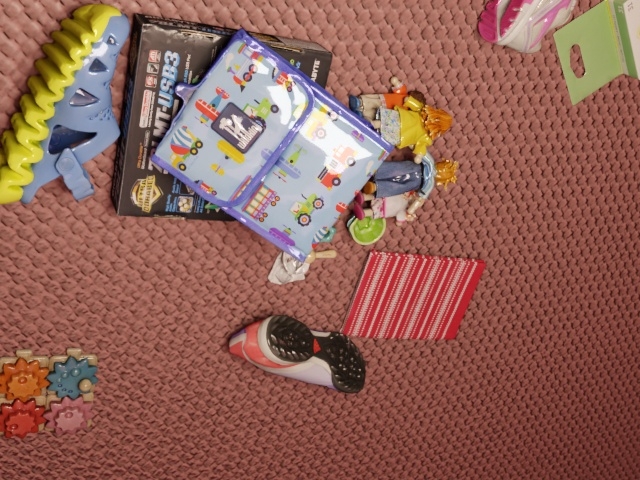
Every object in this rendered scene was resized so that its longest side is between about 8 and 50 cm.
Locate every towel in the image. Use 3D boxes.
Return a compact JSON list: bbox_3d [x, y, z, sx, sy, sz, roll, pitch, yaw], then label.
[{"bbox_3d":[0.187,0.112,1.469,0.275,0.031,0.199,6,117,-25],"label":"towel"}]

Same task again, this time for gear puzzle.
[{"bbox_3d":[-0.540,0.264,1.207,0.339,0.044,0.175,1,117,-25],"label":"gear puzzle"}]

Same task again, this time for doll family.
[{"bbox_3d":[0.149,-0.138,1.233,0.163,0.118,0.263,-10,109,-21],"label":"doll family"}]

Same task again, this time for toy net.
[{"bbox_3d":[0.000,0.000,1.309,0.232,0.045,0.122,-37,126,-2],"label":"toy net"}]

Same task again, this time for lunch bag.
[{"bbox_3d":[-0.083,-0.146,1.072,0.293,0.138,0.221,33,103,-23],"label":"lunch bag"}]

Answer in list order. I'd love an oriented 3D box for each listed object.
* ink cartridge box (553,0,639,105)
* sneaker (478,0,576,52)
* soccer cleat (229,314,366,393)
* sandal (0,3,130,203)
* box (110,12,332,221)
[{"bbox_3d":[0.555,-0.369,1.355,0.235,0.056,0.171,-36,127,-5],"label":"ink cartridge box"},{"bbox_3d":[0.375,-0.421,1.221,0.111,0.103,0.252,22,113,-37],"label":"sneaker"},{"bbox_3d":[-0.032,0.221,1.398,0.116,0.108,0.318,-16,150,35],"label":"soccer cleat"},{"bbox_3d":[-0.338,-0.174,1.017,0.138,0.126,0.317,19,116,-36],"label":"sandal"},{"bbox_3d":[-0.152,-0.172,1.126,0.293,0.073,0.295,2,117,-25],"label":"box"}]
